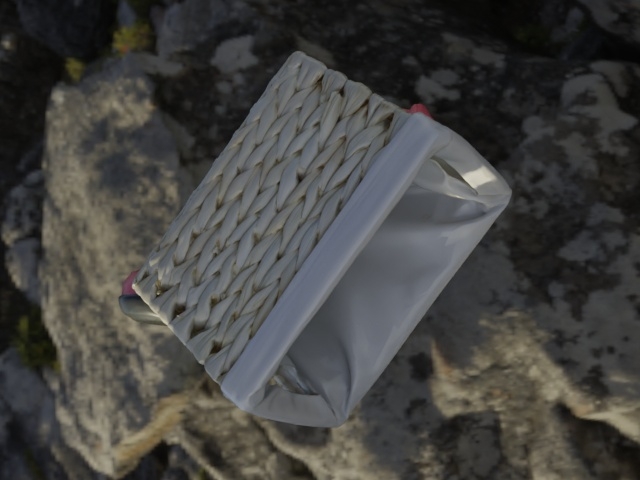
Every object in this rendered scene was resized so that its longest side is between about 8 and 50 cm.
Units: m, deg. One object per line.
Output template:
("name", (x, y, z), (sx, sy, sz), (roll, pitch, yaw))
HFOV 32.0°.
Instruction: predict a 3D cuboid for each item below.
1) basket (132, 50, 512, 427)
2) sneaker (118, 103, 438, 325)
("basket", (0.000, 0.000, 0.583), (0.103, 0.113, 0.167), (39, 96, 30))
("sneaker", (-0.021, -0.023, 0.856), (0.116, 0.314, 0.136), (-6, 101, 58))
